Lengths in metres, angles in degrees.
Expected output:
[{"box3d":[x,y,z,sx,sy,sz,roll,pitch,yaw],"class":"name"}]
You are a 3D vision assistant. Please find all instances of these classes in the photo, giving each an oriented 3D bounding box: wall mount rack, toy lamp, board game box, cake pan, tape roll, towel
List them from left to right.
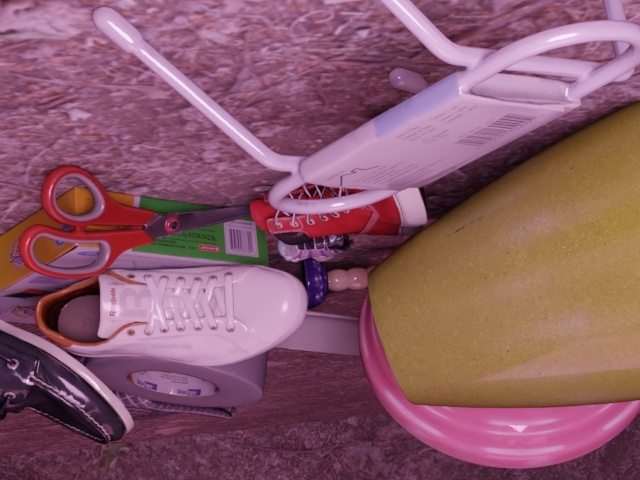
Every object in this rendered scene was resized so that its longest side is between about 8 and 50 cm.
[{"box3d":[-0.251,0.032,1.275,0.242,0.064,0.316,8,158,-40],"class":"board game box"},{"box3d":[-0.304,0.260,1.936,0.235,0.121,0.284,-16,161,32],"class":"towel"},{"box3d":[-0.173,0.141,1.346,0.219,0.072,0.219,6,158,2],"class":"tape roll"},{"box3d":[-0.059,0.119,1.518,0.293,0.054,0.293,7,175,1],"class":"cake pan"},{"box3d":[0.033,-0.125,0.759,0.304,0.130,0.350,1,162,-36],"class":"wall mount rack"},{"box3d":[0.116,0.046,1.438,0.275,0.080,0.080,-5,164,-3],"class":"toy lamp"}]

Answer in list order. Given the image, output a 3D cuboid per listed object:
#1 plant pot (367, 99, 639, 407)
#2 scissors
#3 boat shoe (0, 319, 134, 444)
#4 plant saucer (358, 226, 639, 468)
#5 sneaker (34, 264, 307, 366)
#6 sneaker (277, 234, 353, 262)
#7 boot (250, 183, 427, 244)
[{"box3d":[0.203,0.045,1.044,0.294,0.274,0.275,-18,162,11],"class":"plant pot"},{"box3d":[-0.170,-0.006,1.125,0.021,0.109,0.297,13,-177,43],"class":"scissors"},{"box3d":[-0.371,0.145,1.216,0.340,0.113,0.127,35,148,-3],"class":"boat shoe"},{"box3d":[0.205,0.083,1.210,0.332,0.332,0.084,-7,140,1],"class":"plant saucer"},{"box3d":[-0.162,0.080,1.163,0.290,0.105,0.123,-8,166,12],"class":"sneaker"},{"box3d":[0.000,0.000,1.317,0.069,0.038,0.098,-21,167,38],"class":"sneaker"},{"box3d":[0.013,-0.044,1.085,0.176,0.088,0.244,-5,167,2],"class":"boot"}]
